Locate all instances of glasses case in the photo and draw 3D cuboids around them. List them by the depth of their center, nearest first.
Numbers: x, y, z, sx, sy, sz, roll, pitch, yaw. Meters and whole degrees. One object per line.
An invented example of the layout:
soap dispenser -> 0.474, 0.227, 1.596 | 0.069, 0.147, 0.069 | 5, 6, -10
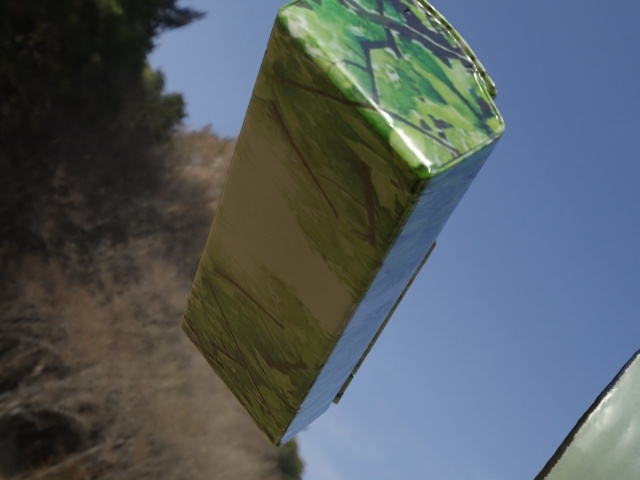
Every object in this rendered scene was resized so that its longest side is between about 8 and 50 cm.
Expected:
glasses case -> 0.000, 0.000, 0.560 | 0.095, 0.062, 0.272 | 50, -30, 15

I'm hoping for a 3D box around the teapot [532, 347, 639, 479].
teapot -> 0.138, 0.139, 0.417 | 0.149, 0.239, 0.162 | 37, -48, 20
